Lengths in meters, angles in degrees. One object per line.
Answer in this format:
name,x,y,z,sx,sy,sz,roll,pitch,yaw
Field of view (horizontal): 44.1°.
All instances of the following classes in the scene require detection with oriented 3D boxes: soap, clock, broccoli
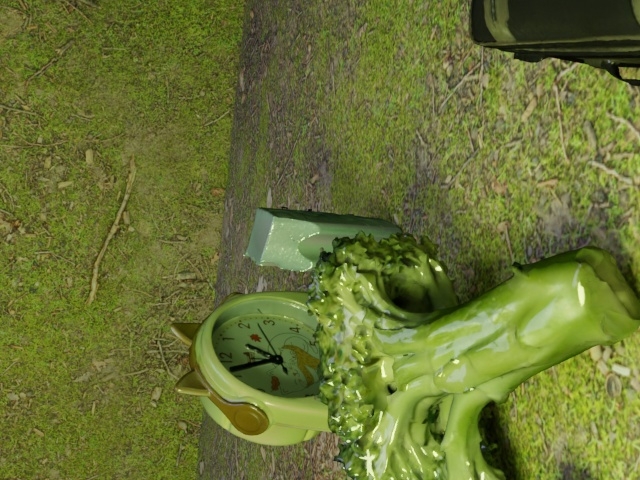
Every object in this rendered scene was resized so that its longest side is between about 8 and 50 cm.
soap,0.000,0.000,1.316,0.145,0.231,0.091,-153,68,-70
clock,-0.071,0.208,1.293,0.286,0.349,0.117,-107,28,-50
broccoli,0.139,0.099,0.893,0.353,0.275,0.397,30,133,21

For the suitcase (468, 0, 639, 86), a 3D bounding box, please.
suitcase,0.276,-0.263,0.613,0.434,0.194,0.283,-140,57,-70
